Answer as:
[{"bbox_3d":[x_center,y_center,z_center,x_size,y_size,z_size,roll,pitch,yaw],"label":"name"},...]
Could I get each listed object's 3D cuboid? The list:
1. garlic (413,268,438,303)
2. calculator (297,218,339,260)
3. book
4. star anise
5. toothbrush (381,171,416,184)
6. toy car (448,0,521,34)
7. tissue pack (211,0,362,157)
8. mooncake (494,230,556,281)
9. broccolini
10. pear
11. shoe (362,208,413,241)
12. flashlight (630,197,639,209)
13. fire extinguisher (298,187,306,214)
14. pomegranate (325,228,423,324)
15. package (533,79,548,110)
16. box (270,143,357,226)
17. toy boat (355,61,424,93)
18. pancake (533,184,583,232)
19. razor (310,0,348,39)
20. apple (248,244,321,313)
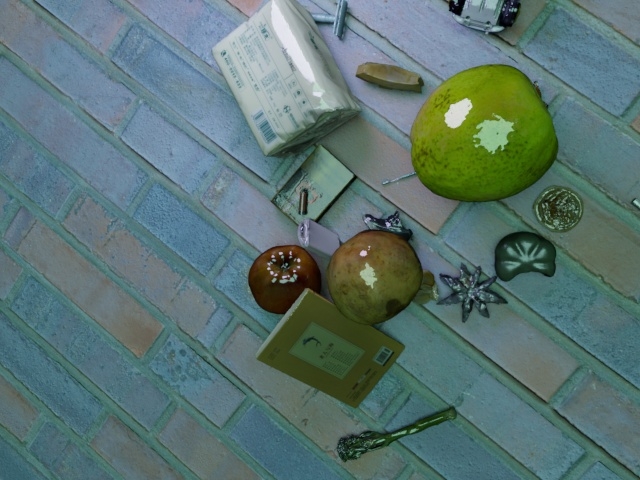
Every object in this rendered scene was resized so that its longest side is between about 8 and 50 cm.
[{"bbox_3d":[0.300,0.139,1.683,0.094,0.074,0.112,1,101,-16],"label":"garlic"},{"bbox_3d":[0.000,0.000,1.701,0.032,0.175,0.100,-26,50,38],"label":"calculator"},{"bbox_3d":[0.035,0.334,1.683,0.389,0.032,0.269,34,101,-22],"label":"book"},{"bbox_3d":[0.441,0.158,1.658,0.205,0.061,0.180,42,101,7],"label":"star anise"},{"bbox_3d":[0.265,-0.200,1.702,0.167,0.011,0.014,-17,84,13],"label":"toothbrush"},{"bbox_3d":[0.482,-0.736,1.541,0.199,0.166,0.314,18,114,11],"label":"toy car"},{"bbox_3d":[-0.100,-0.470,1.651,0.297,0.207,0.380,-27,87,28],"label":"tissue pack"},{"bbox_3d":[0.584,0.057,1.602,0.175,0.104,0.168,-39,90,15],"label":"mooncake"},{"bbox_3d":[0.228,0.592,1.723,0.392,0.074,0.078,-27,94,14],"label":"broccolini"},{"bbox_3d":[0.420,-0.270,1.489,0.392,0.391,0.390,1,93,12],"label":"pear"},{"bbox_3d":[0.212,-0.048,1.696,0.169,0.071,0.099,34,97,5],"label":"shoe"},{"bbox_3d":[0.907,-0.085,1.562,0.083,0.018,0.018,43,100,7],"label":"flashlight"},{"bbox_3d":[-0.052,-0.119,1.700,0.028,0.023,0.083,10,96,48],"label":"fire extinguisher"},{"bbox_3d":[0.148,0.102,1.578,0.282,0.281,0.280,1,93,12],"label":"pomegranate"},{"bbox_3d":[0.605,-0.401,1.604,0.077,0.033,0.110,-12,95,3],"label":"package"},{"bbox_3d":[-0.022,-0.162,1.740,0.159,0.071,0.240,43,100,5],"label":"box"},{"bbox_3d":[0.208,-0.480,1.668,0.206,0.072,0.064,15,81,1],"label":"toy boat"},{"bbox_3d":[0.686,-0.091,1.609,0.140,0.022,0.139,1,93,12],"label":"pancake"},{"bbox_3d":[-0.037,-0.686,1.720,0.232,0.068,0.105,11,95,16],"label":"razor"},{"bbox_3d":[-0.109,0.116,1.694,0.234,0.234,0.233,1,93,12],"label":"apple"}]
